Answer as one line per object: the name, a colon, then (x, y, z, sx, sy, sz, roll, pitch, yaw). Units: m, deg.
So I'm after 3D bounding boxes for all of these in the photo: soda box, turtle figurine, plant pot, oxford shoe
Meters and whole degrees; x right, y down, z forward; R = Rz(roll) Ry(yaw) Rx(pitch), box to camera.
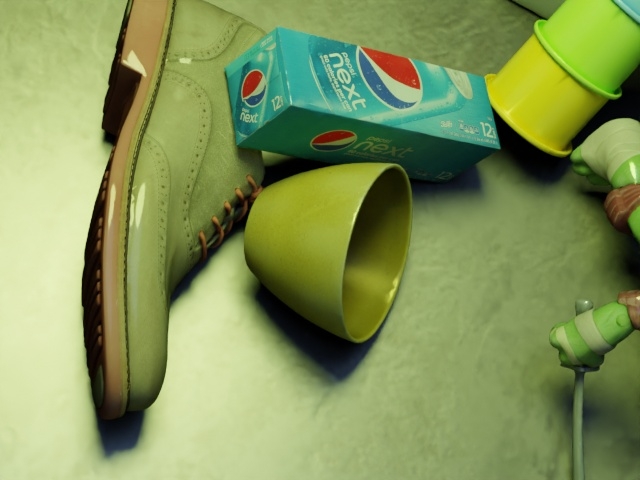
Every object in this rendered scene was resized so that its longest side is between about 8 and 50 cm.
soda box: (0.035, -0.099, 1.113, 0.210, 0.071, 0.067, 7, 63, -38)
turtle figurine: (0.269, 0.056, 1.127, 0.198, 0.274, 0.266, -11, 47, 7)
plant pot: (0.000, 0.000, 1.089, 0.095, 0.134, 0.134, 13, 62, 21)
oxford shoe: (-0.100, -0.034, 1.077, 0.130, 0.123, 0.348, 11, 66, -13)

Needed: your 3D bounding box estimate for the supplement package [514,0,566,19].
supplement package: (0.237, -0.282, 1.261, 0.105, 0.105, 0.179, 29, 65, 0)

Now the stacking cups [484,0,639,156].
stacking cups: (0.258, -0.204, 1.121, 0.096, 0.316, 0.096, 31, 29, -20)
